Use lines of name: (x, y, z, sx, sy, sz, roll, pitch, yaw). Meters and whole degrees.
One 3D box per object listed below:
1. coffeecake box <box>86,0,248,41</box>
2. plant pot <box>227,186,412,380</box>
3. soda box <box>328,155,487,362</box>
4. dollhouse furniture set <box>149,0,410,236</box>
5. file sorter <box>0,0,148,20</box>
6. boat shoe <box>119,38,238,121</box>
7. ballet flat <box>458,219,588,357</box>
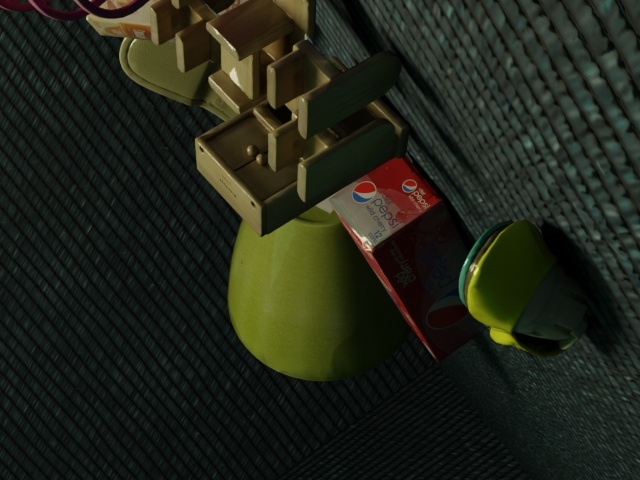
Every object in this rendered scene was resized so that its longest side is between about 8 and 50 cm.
coffeecake box: (-0.135, -0.237, 1.392, 0.142, 0.185, 0.068, -152, 68, -86)
plant pot: (0.000, 0.000, 1.831, 0.275, 0.274, 0.293, 54, 163, 28)
soda box: (0.104, 0.022, 1.419, 0.083, 0.092, 0.263, 54, 179, 35)
dollhouse furniture set: (-0.015, -0.142, 1.132, 0.212, 0.161, 0.242, 47, 155, 26)
file sorter: (-0.204, -0.277, 0.978, 0.290, 0.182, 0.202, 17, 147, 55)
boat shoe: (-0.076, -0.179, 1.547, 0.302, 0.113, 0.103, 30, -146, -15)
ballet flat: (0.153, 0.042, 0.970, 0.077, 0.077, 0.231, 32, 175, 17)
